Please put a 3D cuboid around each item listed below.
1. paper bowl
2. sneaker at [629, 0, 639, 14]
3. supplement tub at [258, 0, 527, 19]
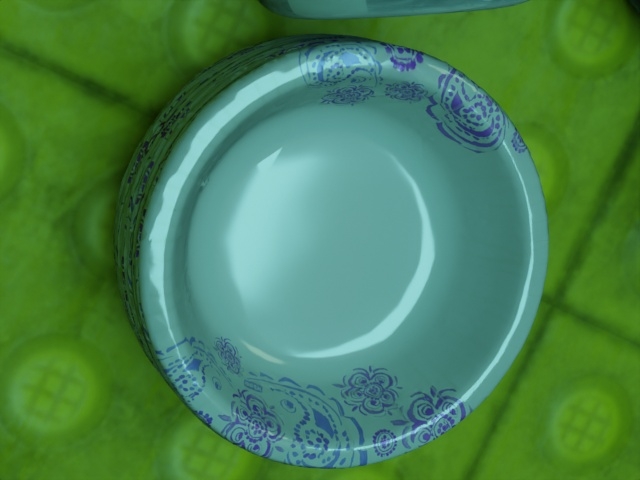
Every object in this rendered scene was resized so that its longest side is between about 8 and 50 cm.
[{"bbox_3d":[0.000,0.000,1.084,0.284,0.148,0.284,-4,104,-17],"label":"paper bowl"},{"bbox_3d":[0.257,-0.261,1.133,0.178,0.124,0.296,-16,87,1],"label":"sneaker"},{"bbox_3d":[0.045,-0.317,0.995,0.207,0.207,0.338,-9,105,-17],"label":"supplement tub"}]
